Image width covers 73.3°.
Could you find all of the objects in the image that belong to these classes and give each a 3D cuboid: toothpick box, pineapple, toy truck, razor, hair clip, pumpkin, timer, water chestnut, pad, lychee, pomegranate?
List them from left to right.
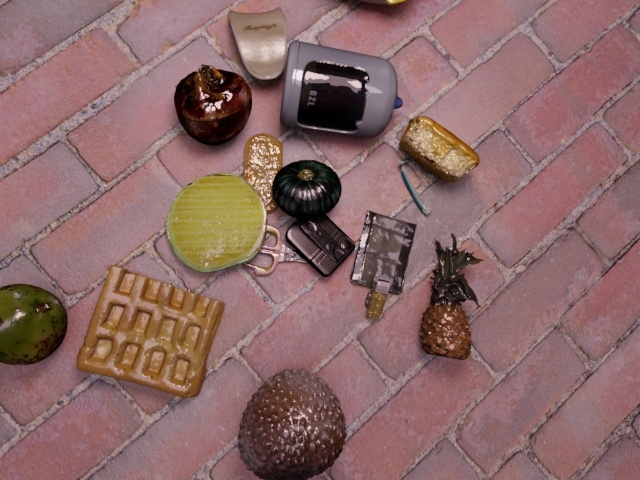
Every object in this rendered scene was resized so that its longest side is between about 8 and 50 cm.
[{"bbox_3d":[-0.787,0.233,1.111,0.248,0.214,0.214,-39,91,24],"label":"pomegranate"},{"bbox_3d":[-0.299,-0.392,1.199,0.223,0.238,0.224,-4,53,5],"label":"water chestnut"},{"bbox_3d":[-0.179,-0.594,1.289,0.172,0.113,0.282,-7,85,-8],"label":"hair clip"},{"bbox_3d":[-0.081,0.487,1.125,0.299,0.300,0.300,1,85,-7],"label":"lychee"},{"bbox_3d":[-0.040,-0.150,1.237,0.201,0.140,0.202,-2,49,3],"label":"pumpkin"},{"bbox_3d":[0.000,0.000,1.277,0.187,0.055,0.144,44,70,-1],"label":"timer"},{"bbox_3d":[0.069,-0.433,1.257,0.354,0.263,0.263,7,84,-7],"label":"toothpick box"},{"bbox_3d":[0.171,0.168,1.278,0.052,0.063,0.123,13,111,-6],"label":"toy truck"},{"bbox_3d":[0.198,0.039,1.328,0.174,0.022,0.233,16,83,-6],"label":"pad"},{"bbox_3d":[0.294,-0.167,1.352,0.068,0.037,0.191,-27,94,-50],"label":"razor"},{"bbox_3d":[0.385,0.163,1.273,0.165,0.165,0.365,10,83,-6],"label":"pineapple"}]

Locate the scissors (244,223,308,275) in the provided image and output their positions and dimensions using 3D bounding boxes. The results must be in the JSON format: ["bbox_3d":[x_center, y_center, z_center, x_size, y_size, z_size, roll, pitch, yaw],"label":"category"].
[{"bbox_3d":[-0.107,0.039,1.286,0.317,0.024,0.160,11,83,-7],"label":"scissors"}]

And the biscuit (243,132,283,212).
[{"bbox_3d":[-0.173,-0.203,1.297,0.118,0.029,0.247,2,85,-8],"label":"biscuit"}]

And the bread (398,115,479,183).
[{"bbox_3d":[0.357,-0.274,1.306,0.245,0.174,0.121,33,102,-2],"label":"bread"}]

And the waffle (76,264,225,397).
[{"bbox_3d":[-0.467,0.259,1.195,0.348,0.077,0.304,18,84,-5],"label":"waffle"}]

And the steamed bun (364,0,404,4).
[{"bbox_3d":[0.160,-0.879,1.261,0.373,0.334,0.334,17,83,-6],"label":"steamed bun"}]

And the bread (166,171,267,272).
[{"bbox_3d":[-0.300,-0.054,1.248,0.301,0.045,0.302,0,83,0],"label":"bread"}]
